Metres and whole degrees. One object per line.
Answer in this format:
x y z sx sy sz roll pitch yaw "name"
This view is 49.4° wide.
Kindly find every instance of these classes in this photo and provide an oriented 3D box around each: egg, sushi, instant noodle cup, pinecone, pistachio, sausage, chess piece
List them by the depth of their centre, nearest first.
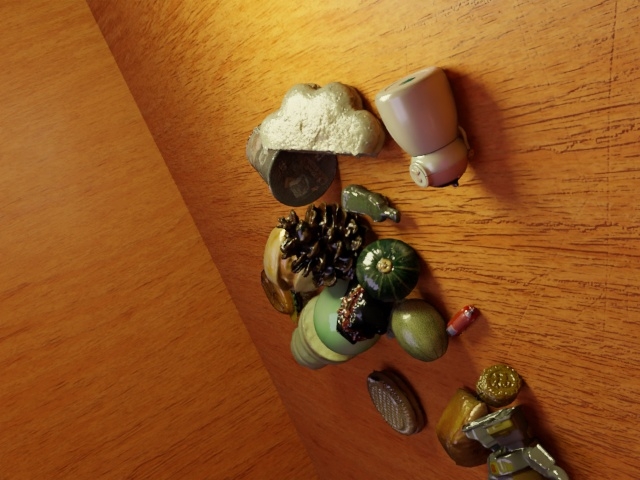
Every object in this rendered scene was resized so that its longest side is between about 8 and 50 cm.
0.355 0.193 1.726 0.048 0.050 0.145 29 151 5 "sausage"
0.123 0.192 1.893 0.153 0.172 0.150 40 169 -10 "sushi"
-0.001 0.011 1.958 0.243 0.257 0.243 -178 90 -83 "pinecone"
-0.093 -0.233 1.970 0.207 0.217 0.217 43 153 49 "instant noodle cup"
0.089 0.223 2.090 0.220 0.220 0.270 48 149 28 "egg"
-0.072 0.054 2.265 0.230 0.230 0.309 46 149 31 "pistachio"
0.008 0.340 2.432 0.234 0.234 0.442 57 161 9 "chess piece"

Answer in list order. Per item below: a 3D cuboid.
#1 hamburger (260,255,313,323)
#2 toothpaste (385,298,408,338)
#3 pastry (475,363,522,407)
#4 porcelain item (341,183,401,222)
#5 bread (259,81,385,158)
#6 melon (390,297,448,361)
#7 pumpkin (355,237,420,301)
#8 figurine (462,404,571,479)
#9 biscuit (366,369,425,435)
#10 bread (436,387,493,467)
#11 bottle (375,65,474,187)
-0.123 0.166 2.585 0.261 0.138 0.243 36 146 45 "hamburger"
0.227 0.232 2.046 0.067 0.037 0.255 23 148 7 "toothpaste"
0.431 0.352 1.680 0.057 0.109 0.097 73 -172 -50 "pastry"
0.139 -0.091 1.808 0.215 0.069 0.081 26 123 55 "porcelain item"
0.001 -0.295 1.708 0.337 0.102 0.183 7 101 30 "bread"
0.260 0.230 1.844 0.192 0.139 0.139 59 158 17 "melon"
0.177 0.077 1.808 0.167 0.167 0.125 47 179 31 "pumpkin"
0.487 0.562 1.708 0.342 0.167 0.285 68 176 -80 "figurine"
0.247 0.540 2.322 0.259 0.079 0.259 47 154 31 "biscuit"
0.398 0.542 1.931 0.129 0.134 0.260 35 147 48 "bread"
0.217 -0.213 1.396 0.147 0.147 0.236 8 126 63 "bottle"
